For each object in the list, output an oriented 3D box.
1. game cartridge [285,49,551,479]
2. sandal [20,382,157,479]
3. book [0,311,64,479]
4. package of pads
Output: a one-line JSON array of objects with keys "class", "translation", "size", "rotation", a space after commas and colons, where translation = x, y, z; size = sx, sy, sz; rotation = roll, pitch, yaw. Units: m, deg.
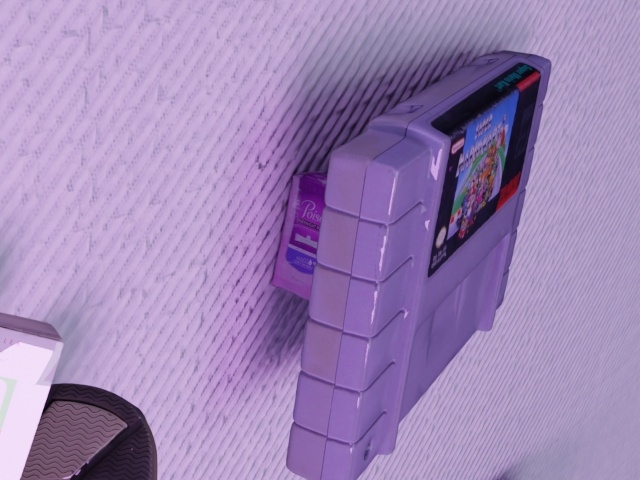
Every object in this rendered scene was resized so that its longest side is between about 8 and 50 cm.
[{"class": "game cartridge", "translation": [0.085, -0.001, 0.936], "size": [0.355, 0.068, 0.230], "rotation": [-37, 143, -60]}, {"class": "sandal", "translation": [-0.170, 0.213, 0.697], "size": [0.086, 0.120, 0.303], "rotation": [-58, 167, -81]}, {"class": "book", "translation": [-0.189, 0.100, 0.611], "size": [0.096, 0.035, 0.144], "rotation": [16, 96, -26]}, {"class": "package of pads", "translation": [0.000, 0.000, 0.870], "size": [0.032, 0.050, 0.083], "rotation": [-13, 121, -55]}]
